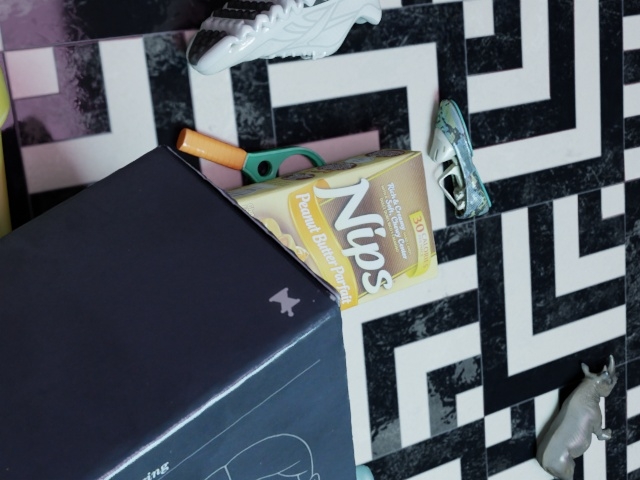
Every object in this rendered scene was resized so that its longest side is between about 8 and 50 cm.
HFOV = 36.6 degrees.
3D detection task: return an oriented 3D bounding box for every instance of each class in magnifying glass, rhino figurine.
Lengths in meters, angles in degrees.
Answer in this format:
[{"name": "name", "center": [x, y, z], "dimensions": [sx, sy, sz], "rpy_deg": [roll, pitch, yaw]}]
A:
[{"name": "magnifying glass", "center": [-0.083, -0.098, 1.273], "dimensions": [0.231, 0.026, 0.092], "rpy_deg": [18, 90, -32]}, {"name": "rhino figurine", "center": [0.450, 0.304, 1.657], "dimensions": [0.106, 0.073, 0.243], "rpy_deg": [36, 79, -35]}]

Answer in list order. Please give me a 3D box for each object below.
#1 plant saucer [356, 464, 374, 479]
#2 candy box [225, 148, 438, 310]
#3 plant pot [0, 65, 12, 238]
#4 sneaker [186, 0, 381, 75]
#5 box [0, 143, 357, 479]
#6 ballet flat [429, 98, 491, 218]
[{"name": "plant saucer", "center": [0.038, 0.357, 1.286], "dimensions": [0.119, 0.021, 0.119], "rpy_deg": [-30, 133, -38]}, {"name": "candy box", "center": [0.000, 0.000, 1.279], "dimensions": [0.316, 0.087, 0.182], "rpy_deg": [-17, 106, -28]}, {"name": "plant pot", "center": [-0.418, -0.071, 0.955], "dimensions": [0.254, 0.254, 0.239], "rpy_deg": [-28, 129, -24]}, {"name": "sneaker", "center": [-0.034, -0.273, 1.226], "dimensions": [0.292, 0.110, 0.118], "rpy_deg": [-34, 124, -21]}, {"name": "box", "center": [-0.228, 0.249, 0.972], "dimensions": [0.480, 0.297, 0.471], "rpy_deg": [-34, 146, -23]}, {"name": "ballet flat", "center": [0.197, -0.113, 1.423], "dimensions": [0.070, 0.070, 0.188], "rpy_deg": [-32, 112, -23]}]
